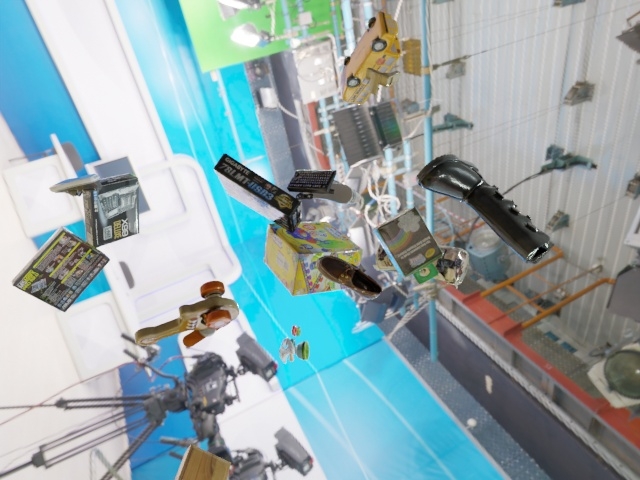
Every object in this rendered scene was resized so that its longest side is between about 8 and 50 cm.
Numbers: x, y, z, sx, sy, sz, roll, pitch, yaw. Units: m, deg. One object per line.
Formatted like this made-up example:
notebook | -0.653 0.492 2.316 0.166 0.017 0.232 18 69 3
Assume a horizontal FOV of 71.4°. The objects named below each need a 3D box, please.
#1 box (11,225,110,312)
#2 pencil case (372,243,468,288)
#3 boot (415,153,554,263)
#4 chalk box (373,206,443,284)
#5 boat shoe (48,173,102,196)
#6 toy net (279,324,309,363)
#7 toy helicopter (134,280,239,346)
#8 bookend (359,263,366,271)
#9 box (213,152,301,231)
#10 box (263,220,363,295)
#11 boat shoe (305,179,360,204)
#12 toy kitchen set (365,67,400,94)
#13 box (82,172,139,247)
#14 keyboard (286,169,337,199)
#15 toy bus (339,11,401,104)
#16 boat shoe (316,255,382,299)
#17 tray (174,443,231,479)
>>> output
box | -0.997 0.113 1.724 0.060 0.270 0.216 24 -17 50
pencil case | 0.455 0.097 2.045 0.410 0.183 0.160 8 -47 31
boot | 0.582 -0.101 1.568 0.445 0.367 0.146 58 -47 25
chalk box | 0.269 0.024 1.327 0.213 0.132 0.132 60 2 -1
boat shoe | -0.999 -0.215 1.825 0.080 0.228 0.076 -84 160 -62
toy net | -0.084 0.348 1.494 0.232 0.045 0.122 37 53 -74
toy helicopter | -0.448 0.284 1.515 0.235 0.354 0.140 78 -8 -61
bookend | 0.112 0.111 2.079 0.156 0.072 0.157 50 22 18
box | -0.203 -0.149 1.519 0.295 0.073 0.293 32 -8 4
box | -0.037 0.061 1.759 0.290 0.279 0.177 40 -53 51
boat shoe | 0.035 -0.200 1.740 0.267 0.088 0.096 17 -86 33
toy kitchen set | 0.193 -0.505 1.408 0.083 0.075 0.068 32 -43 24
box | -0.979 -0.143 2.095 0.076 0.242 0.308 26 -59 26
keyboard | -0.034 -0.171 1.351 0.180 0.108 0.023 9 -18 46
toy bus | 0.174 -0.629 1.568 0.332 0.130 0.108 137 -47 -56
boat shoe | 0.087 0.102 1.292 0.207 0.073 0.073 28 -18 -6
tray | -0.502 1.037 1.801 0.202 0.076 0.411 31 14 -9
